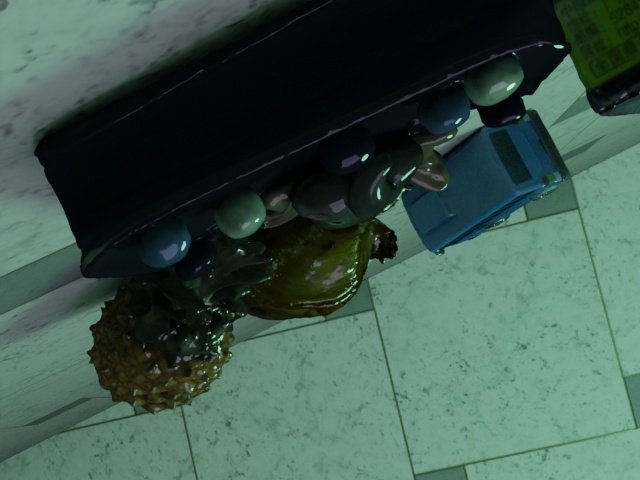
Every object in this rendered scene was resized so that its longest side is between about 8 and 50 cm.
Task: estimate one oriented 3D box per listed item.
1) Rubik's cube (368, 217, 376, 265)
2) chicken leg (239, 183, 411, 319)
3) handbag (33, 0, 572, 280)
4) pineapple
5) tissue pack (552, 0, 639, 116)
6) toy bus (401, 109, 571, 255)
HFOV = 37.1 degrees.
[{"bbox_3d":[0.045,-0.006,1.392,0.075,0.073,0.084,28,116,-38],"label":"Rubik's cube"},{"bbox_3d":[0.008,0.008,1.095,0.212,0.140,0.361,-10,168,-36],"label":"chicken leg"},{"bbox_3d":[0.002,-0.069,0.652,0.326,0.118,0.269,-25,174,7],"label":"handbag"},{"bbox_3d":[-0.148,0.081,1.024,0.169,0.169,0.340,-22,169,-30],"label":"pineapple"},{"bbox_3d":[0.402,-0.241,0.754,0.394,0.124,0.288,-30,172,29],"label":"tissue pack"},{"bbox_3d":[0.220,-0.075,1.343,0.134,0.116,0.234,-21,169,-33],"label":"toy bus"}]
